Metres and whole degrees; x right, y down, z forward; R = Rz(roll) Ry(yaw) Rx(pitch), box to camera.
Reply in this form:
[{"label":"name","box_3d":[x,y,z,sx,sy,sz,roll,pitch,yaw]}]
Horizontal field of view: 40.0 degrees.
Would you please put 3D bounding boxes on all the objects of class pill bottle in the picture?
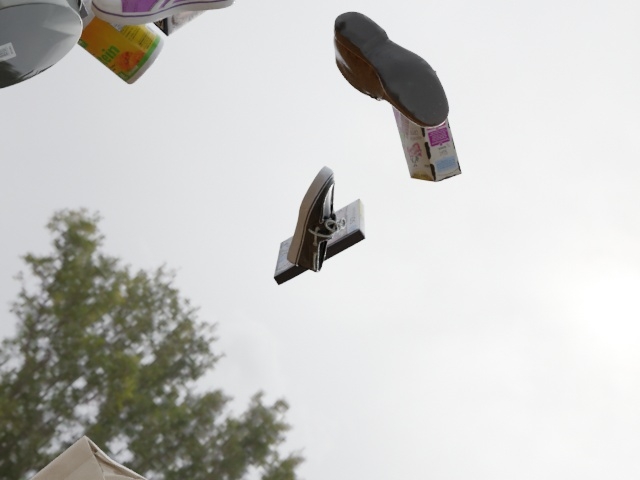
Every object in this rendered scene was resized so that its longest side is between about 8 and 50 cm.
[{"label":"pill bottle","box_3d":[-0.487,-0.480,1.985,0.246,0.136,0.136,38,-26,-25]}]

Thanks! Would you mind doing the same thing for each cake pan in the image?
[{"label":"cake pan","box_3d":[-0.505,-0.320,1.381,0.054,0.293,0.293,63,-30,8]}]

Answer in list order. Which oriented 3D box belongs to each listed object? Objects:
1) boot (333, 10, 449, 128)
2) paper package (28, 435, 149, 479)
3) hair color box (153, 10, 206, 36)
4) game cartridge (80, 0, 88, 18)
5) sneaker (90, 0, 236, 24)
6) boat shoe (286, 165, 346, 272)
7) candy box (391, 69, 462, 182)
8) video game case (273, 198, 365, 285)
[{"label":"boot","box_3d":[0.134,-0.313,1.719,0.305,0.112,0.115,49,-27,22]},{"label":"paper package","box_3d":[-0.505,0.578,1.617,0.168,0.309,0.325,32,-70,6]},{"label":"hair color box","box_3d":[-0.284,-0.599,1.795,0.105,0.174,0.347,44,-24,13]},{"label":"game cartridge","box_3d":[-0.529,-0.476,1.823,0.056,0.083,0.017,75,-1,-45]},{"label":"sneaker","box_3d":[-0.286,-0.495,1.602,0.102,0.282,0.161,59,-24,30]},{"label":"boat shoe","box_3d":[0.001,-0.042,2.130,0.105,0.113,0.306,27,-53,11]},{"label":"candy box","box_3d":[0.227,-0.252,1.949,0.159,0.071,0.233,-155,-133,-74]},{"label":"video game case","box_3d":[0.000,0.000,2.438,0.275,0.248,0.035,-29,-71,13]}]
